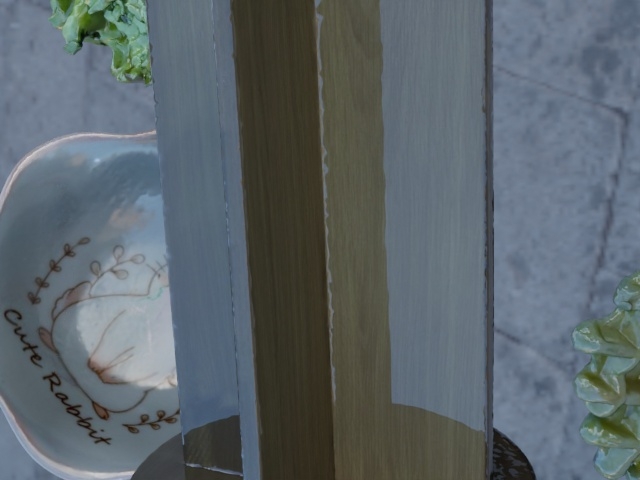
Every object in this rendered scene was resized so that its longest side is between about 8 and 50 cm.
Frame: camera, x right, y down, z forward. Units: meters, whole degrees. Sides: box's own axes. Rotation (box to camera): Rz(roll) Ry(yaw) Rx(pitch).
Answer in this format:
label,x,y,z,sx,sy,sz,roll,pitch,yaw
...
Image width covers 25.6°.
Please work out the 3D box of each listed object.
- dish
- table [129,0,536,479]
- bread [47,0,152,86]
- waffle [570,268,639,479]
label,x,y,z,sx,sy,sz,roll,pitch,yaw
dish,-0.107,0.043,0.864,0.081,0.230,0.229,102,154,-77
table,0.000,0.000,0.530,0.167,0.167,0.226,25,123,51
bread,-0.047,-0.268,1.334,0.208,0.377,0.251,50,138,44
waffle,0.363,0.098,1.284,0.056,0.309,0.291,37,160,50
